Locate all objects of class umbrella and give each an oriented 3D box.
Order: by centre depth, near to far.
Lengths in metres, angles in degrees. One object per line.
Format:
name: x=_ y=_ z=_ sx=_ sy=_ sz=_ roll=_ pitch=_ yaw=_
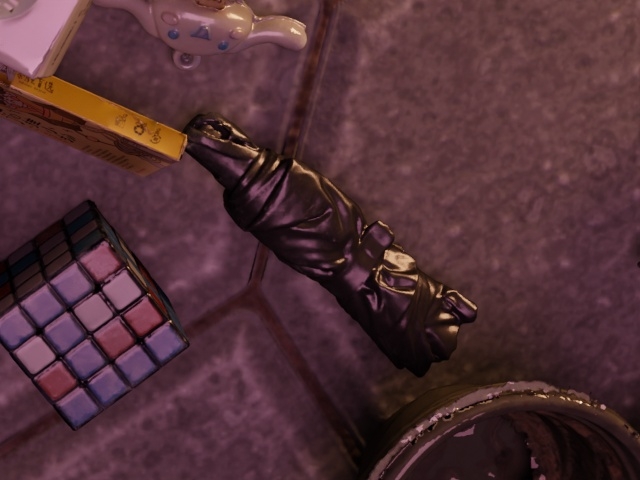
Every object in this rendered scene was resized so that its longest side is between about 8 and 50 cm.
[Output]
umbrella: x=0.000 y=0.000 z=1.249 sx=0.235 sy=0.059 sz=0.066 roll=39 pitch=77 yaw=-22

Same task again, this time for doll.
doll: x=-0.076 y=-0.158 z=1.187 sx=0.135 sy=0.071 sz=0.113 roll=-8 pitch=127 yaw=-4

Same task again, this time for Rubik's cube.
Rubik's cube: x=-0.150 y=0.045 z=1.208 sx=0.092 sy=0.092 sz=0.092 roll=-36 pitch=112 yaw=-1

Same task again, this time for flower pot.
flower pot: x=0.108 y=0.183 z=1.286 sx=0.235 sy=0.140 sz=0.236 roll=-5 pitch=109 yaw=-13

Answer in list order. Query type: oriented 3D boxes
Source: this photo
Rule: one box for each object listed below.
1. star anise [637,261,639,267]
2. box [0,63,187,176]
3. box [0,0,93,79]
star anise: x=0.350 y=-0.013 z=1.305 sx=0.272 sy=0.102 sz=0.272 roll=-5 pitch=111 yaw=-12
box: x=-0.159 y=-0.079 z=1.179 sx=0.149 sy=0.073 sz=0.020 roll=23 pitch=75 yaw=-18
box: x=-0.253 y=-0.243 z=1.069 sx=0.332 sy=0.145 sz=0.173 roll=28 pitch=101 yaw=-20
